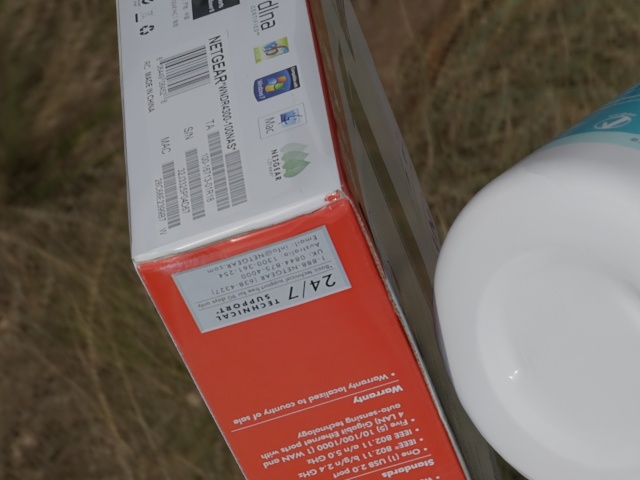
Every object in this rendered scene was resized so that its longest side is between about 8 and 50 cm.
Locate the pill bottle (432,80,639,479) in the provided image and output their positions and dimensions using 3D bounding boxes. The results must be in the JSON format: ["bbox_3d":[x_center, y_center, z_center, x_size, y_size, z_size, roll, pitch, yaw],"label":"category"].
[{"bbox_3d":[0.172,-0.006,0.800,0.146,0.146,0.264,35,40,22],"label":"pill bottle"}]

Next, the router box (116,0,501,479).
[{"bbox_3d":[0.000,0.000,0.884,0.082,0.301,0.335,-18,39,7],"label":"router box"}]
